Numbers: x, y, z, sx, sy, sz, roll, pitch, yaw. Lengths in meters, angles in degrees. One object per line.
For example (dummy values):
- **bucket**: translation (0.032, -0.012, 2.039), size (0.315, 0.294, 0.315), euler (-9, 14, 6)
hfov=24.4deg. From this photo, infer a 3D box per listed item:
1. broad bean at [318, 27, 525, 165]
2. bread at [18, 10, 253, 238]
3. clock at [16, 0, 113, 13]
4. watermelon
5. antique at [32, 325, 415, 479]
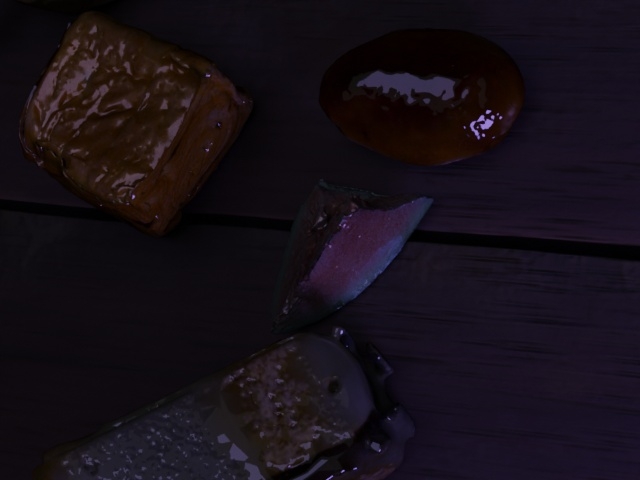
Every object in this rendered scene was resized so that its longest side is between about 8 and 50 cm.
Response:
- **broad bean**: translation (0.084, -0.119, 1.211), size (0.165, 0.084, 0.114), euler (13, 100, 17)
- **bread**: translation (-0.159, -0.096, 1.265), size (0.143, 0.149, 0.158), euler (29, 90, 21)
- **clock**: translation (-0.234, -0.319, 1.371), size (0.308, 0.096, 0.235), euler (-32, 70, 12)
- **watermelon**: translation (0.003, 0.006, 1.224), size (0.101, 0.080, 0.155), euler (36, 108, 33)
- **antique**: translation (-0.066, 0.175, 1.181), size (0.284, 0.150, 0.125), euler (-28, 69, 5)
